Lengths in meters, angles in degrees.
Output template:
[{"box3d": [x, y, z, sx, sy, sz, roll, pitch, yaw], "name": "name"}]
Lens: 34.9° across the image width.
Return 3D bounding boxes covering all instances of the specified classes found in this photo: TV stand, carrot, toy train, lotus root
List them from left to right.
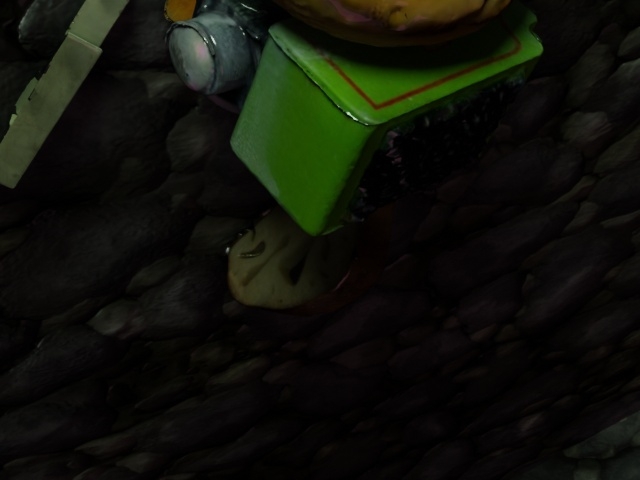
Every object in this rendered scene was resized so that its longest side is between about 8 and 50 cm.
[{"box3d": [-0.247, -0.143, 0.941, 0.036, 0.042, 0.249, 26, 123, -26], "name": "TV stand"}, {"box3d": [-0.103, -0.183, 0.972, 0.048, 0.048, 0.139, -25, 148, 2], "name": "carrot"}, {"box3d": [0.000, 0.000, 1.200, 0.261, 0.170, 0.074, -35, 143, 25], "name": "lotus root"}, {"box3d": [0.038, -0.162, 0.878, 0.307, 0.249, 0.173, -27, 155, -38], "name": "toy train"}]

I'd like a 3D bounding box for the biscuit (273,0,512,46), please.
[{"box3d": [0.045, -0.287, 0.744, 0.296, 0.296, 0.102, -6, -175, -26], "name": "biscuit"}]
